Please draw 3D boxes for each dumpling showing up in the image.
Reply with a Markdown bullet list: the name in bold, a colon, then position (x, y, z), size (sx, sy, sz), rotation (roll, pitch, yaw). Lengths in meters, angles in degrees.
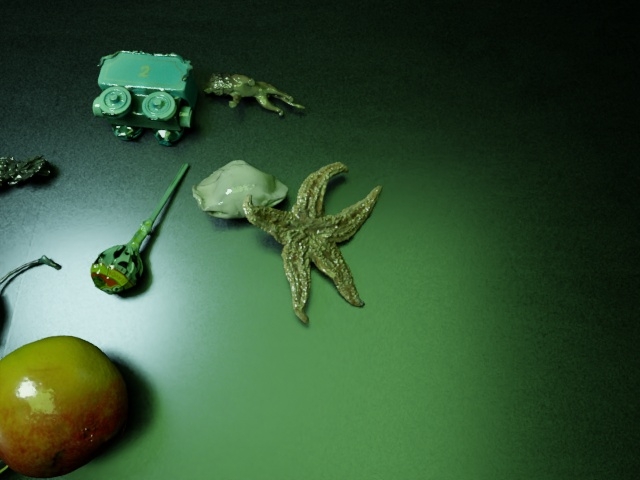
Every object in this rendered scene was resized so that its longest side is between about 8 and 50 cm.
- **dumpling**: position (-0.157, -0.108, 1.204), size (0.169, 0.099, 0.134), rotation (-23, 45, 4)

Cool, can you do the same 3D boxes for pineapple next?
- **pineapple**: position (-0.620, -0.138, 1.214), size (0.160, 0.074, 0.074), rotation (-7, 75, -3)

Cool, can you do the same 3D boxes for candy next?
- **candy**: position (-0.342, -0.033, 1.196), size (0.091, 0.083, 0.305), rotation (17, 66, 22)

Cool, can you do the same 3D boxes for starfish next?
- **starfish**: position (-0.002, 0.001, 1.174), size (0.299, 0.060, 0.302), rotation (-5, 84, -25)

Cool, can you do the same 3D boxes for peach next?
- **peach**: position (-0.441, 0.278, 1.034), size (0.231, 0.231, 0.230), rotation (0, 75, 0)

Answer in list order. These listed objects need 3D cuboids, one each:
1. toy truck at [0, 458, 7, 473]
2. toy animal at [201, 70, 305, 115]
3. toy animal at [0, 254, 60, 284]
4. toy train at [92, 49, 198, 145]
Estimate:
- **toy truck**: position (-0.670, 0.326, 1.052), size (0.272, 0.124, 0.157), rotation (51, 123, 7)
- **toy animal**: position (-0.137, -0.302, 1.256), size (0.220, 0.086, 0.069), rotation (18, 115, 0)
- **toy animal**: position (-0.617, 0.116, 1.158), size (0.079, 0.070, 0.253), rotation (49, 64, -23)
- **toy train**: position (-0.350, -0.291, 1.238), size (0.204, 0.112, 0.162), rotation (7, 69, 1)
